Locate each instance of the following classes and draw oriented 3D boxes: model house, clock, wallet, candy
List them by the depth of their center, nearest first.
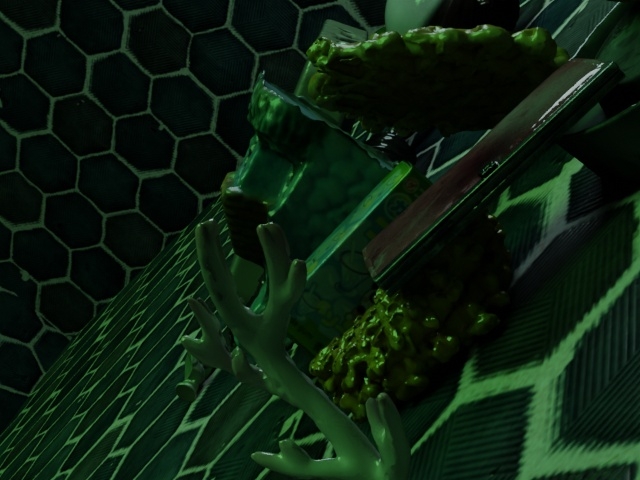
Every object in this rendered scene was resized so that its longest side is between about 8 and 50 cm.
[{"bbox_3d":[0.304,-0.174,0.956,0.319,0.066,0.319,-46,9,10],"label":"clock"},{"bbox_3d":[0.125,-0.052,0.961,0.232,0.025,0.119,-43,9,4],"label":"wallet"},{"bbox_3d":[0.047,0.028,1.160,0.194,0.097,0.062,-47,9,4],"label":"candy"},{"bbox_3d":[-0.030,-0.014,1.314,0.241,0.226,0.261,-57,7,7],"label":"model house"}]

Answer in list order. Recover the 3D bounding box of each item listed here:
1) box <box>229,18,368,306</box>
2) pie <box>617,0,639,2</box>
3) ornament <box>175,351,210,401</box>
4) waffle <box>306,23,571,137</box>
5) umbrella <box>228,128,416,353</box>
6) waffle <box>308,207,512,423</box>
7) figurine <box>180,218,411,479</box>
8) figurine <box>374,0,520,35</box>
[{"bbox_3d":[-0.025,-0.105,1.699,0.367,0.090,0.373,-83,15,-74],"label":"box"},{"bbox_3d":[0.320,-0.299,0.992,0.306,0.071,0.306,-47,10,11],"label":"pie"},{"bbox_3d":[-0.163,0.169,1.663,0.068,0.041,0.092,97,-162,-68],"label":"ornament"},{"bbox_3d":[0.126,-0.155,1.256,0.291,0.291,0.051,155,119,-65],"label":"waffle"},{"bbox_3d":[0.000,0.000,1.492,0.326,0.094,0.090,-50,-3,-20],"label":"umbrella"},{"bbox_3d":[0.072,0.056,1.025,0.197,0.070,0.193,-40,13,36],"label":"waffle"},{"bbox_3d":[-0.078,0.179,0.666,0.316,0.284,0.206,-23,25,39],"label":"figurine"},{"bbox_3d":[0.150,-0.281,1.752,0.281,0.167,0.370,-48,0,-28],"label":"figurine"}]
